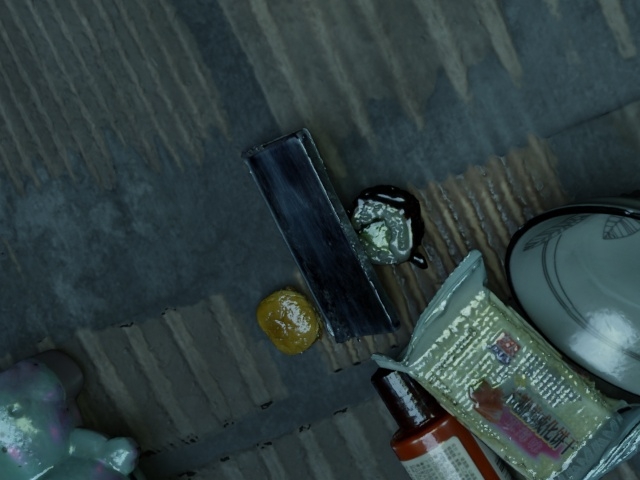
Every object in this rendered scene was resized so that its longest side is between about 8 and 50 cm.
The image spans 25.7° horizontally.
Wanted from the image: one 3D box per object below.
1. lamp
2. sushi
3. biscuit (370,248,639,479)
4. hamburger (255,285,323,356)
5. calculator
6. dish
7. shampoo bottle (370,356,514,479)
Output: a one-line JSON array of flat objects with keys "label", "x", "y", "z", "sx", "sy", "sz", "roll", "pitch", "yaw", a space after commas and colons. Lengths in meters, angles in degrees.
[{"label": "lamp", "x": -0.337, "y": 0.305, "z": 1.730, "sx": 0.247, "sy": 0.247, "sz": 0.301, "roll": -34, "pitch": 86, "yaw": 15}, {"label": "sushi", "x": 0.081, "y": -0.016, "z": 1.635, "sx": 0.098, "sy": 0.084, "sz": 0.094, "roll": 4, "pitch": 100, "yaw": 8}, {"label": "biscuit", "x": 0.224, "y": 0.169, "z": 1.596, "sx": 0.309, "sy": 0.079, "sz": 0.186, "roll": 43, "pitch": 94, "yaw": -7}, {"label": "hamburger", "x": -0.037, "y": 0.098, "z": 1.708, "sx": 0.076, "sy": 0.044, "sz": 0.083, "roll": -39, "pitch": 89, "yaw": 24}, {"label": "calculator", "x": 0.000, "y": 0.000, "z": 1.637, "sx": 0.021, "sy": 0.161, "sz": 0.262, "roll": -30, "pitch": 98, "yaw": -27}, {"label": "dish", "x": 0.361, "y": 0.046, "z": 1.535, "sx": 0.316, "sy": 0.106, "sz": 0.316, "roll": 26, "pitch": 147, "yaw": 18}, {"label": "shampoo bottle", "x": 0.155, "y": 0.262, "z": 1.671, "sx": 0.104, "sy": 0.104, "sz": 0.278, "roll": -31, "pitch": 94, "yaw": 18}]
